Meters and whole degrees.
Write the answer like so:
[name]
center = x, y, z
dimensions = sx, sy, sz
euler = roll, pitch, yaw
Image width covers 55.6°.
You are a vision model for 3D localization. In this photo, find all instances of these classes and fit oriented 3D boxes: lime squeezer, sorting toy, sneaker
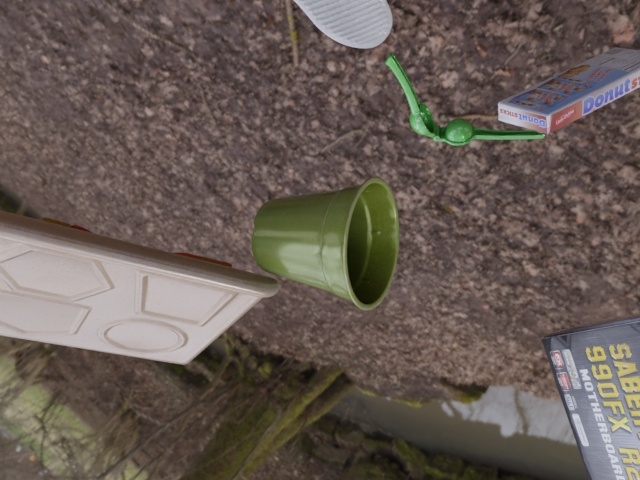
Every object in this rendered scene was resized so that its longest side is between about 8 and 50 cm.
[lime squeezer]
center = 0.228, -0.216, 1.049
dimensions = 0.310, 0.059, 0.110
euler = 22, 126, -14
[sorting toy]
center = -0.158, 0.040, 0.446
dimensions = 0.193, 0.038, 0.208
euler = 16, 149, -27
[sneaker]
center = -0.018, -0.505, 1.131
dimensions = 0.366, 0.150, 0.135
euler = 31, 121, -25

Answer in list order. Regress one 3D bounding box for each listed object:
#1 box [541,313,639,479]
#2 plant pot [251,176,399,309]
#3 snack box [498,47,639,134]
[box]
center = 0.270, 0.164, 0.435
dimensions = 0.183, 0.056, 0.231
euler = 138, 118, -69
[plant pot]
center = 0.000, 0.000, 0.399
dimensions = 0.079, 0.083, 0.083
euler = 4, 135, 29
[snack box]
center = 0.268, -0.156, 0.615
dimensions = 0.064, 0.178, 0.022
euler = 36, 147, 50
